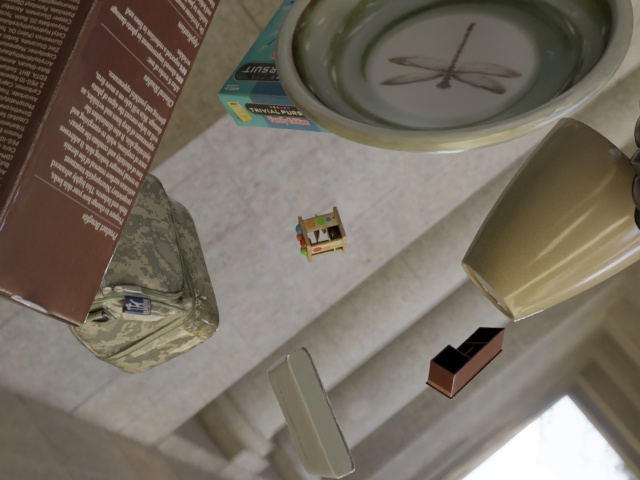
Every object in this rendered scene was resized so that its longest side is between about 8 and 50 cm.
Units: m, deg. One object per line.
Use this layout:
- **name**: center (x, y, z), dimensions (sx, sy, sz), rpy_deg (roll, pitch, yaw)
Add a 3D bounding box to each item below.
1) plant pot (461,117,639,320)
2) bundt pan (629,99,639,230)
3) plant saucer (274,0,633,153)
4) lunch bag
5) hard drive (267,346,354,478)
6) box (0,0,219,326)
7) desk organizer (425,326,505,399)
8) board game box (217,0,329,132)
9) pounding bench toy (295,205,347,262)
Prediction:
- **plant pot**: center (0.365, -0.010, 1.749), dimensions (0.256, 0.274, 0.256), rpy_deg (49, -4, 4)
- **bundt pan**: center (0.518, -0.113, 1.524), dimensions (0.124, 0.331, 0.331), rpy_deg (5, -34, 33)
- **plant saucer**: center (0.151, -0.214, 1.271), dimensions (0.400, 0.400, 0.100), rpy_deg (48, -18, 41)
- **lunch bag**: center (-0.322, 0.037, 1.784), dimensions (0.256, 0.212, 0.305), rpy_deg (43, 25, -55)
- **hard drive**: center (-0.022, 0.287, 1.816), dimensions (0.307, 0.040, 0.203), rpy_deg (129, -60, -76)
- **box**: center (-0.240, -0.132, 1.017), dimensions (0.143, 0.381, 0.191), rpy_deg (16, -12, 21)
- **desk organizer**: center (0.211, 0.166, 1.596), dimensions (0.047, 0.130, 0.050), rpy_deg (31, -41, 29)
- **board game box**: center (0.024, -0.324, 1.785), dimensions (0.253, 0.336, 0.079), rpy_deg (9, -34, 39)
- **pounding bench toy**: center (0.000, 0.000, 1.589), dimensions (0.083, 0.065, 0.052), rpy_deg (85, -11, -62)
